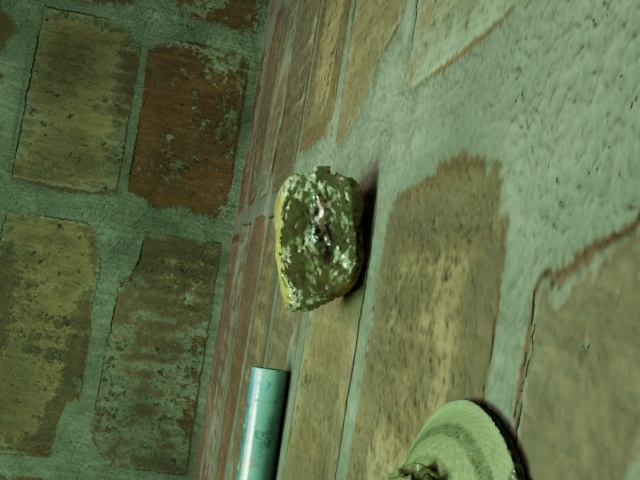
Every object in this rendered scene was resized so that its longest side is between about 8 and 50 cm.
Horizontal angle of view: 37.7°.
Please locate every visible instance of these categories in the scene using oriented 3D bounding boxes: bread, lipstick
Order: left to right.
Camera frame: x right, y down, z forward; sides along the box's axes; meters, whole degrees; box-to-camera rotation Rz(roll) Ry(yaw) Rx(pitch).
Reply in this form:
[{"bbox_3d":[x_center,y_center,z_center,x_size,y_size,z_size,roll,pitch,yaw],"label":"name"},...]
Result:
[{"bbox_3d":[-0.073,0.236,1.153,0.048,0.048,0.158,153,126,-79],"label":"lipstick"},{"bbox_3d":[-0.001,0.001,0.853,0.106,0.082,0.125,90,178,-81],"label":"bread"}]

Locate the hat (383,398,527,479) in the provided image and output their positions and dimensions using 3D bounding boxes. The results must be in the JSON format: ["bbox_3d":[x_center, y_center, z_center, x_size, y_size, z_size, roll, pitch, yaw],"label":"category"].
[{"bbox_3d":[0.011,0.196,0.464,0.252,0.110,0.252,-171,90,-80],"label":"hat"}]
